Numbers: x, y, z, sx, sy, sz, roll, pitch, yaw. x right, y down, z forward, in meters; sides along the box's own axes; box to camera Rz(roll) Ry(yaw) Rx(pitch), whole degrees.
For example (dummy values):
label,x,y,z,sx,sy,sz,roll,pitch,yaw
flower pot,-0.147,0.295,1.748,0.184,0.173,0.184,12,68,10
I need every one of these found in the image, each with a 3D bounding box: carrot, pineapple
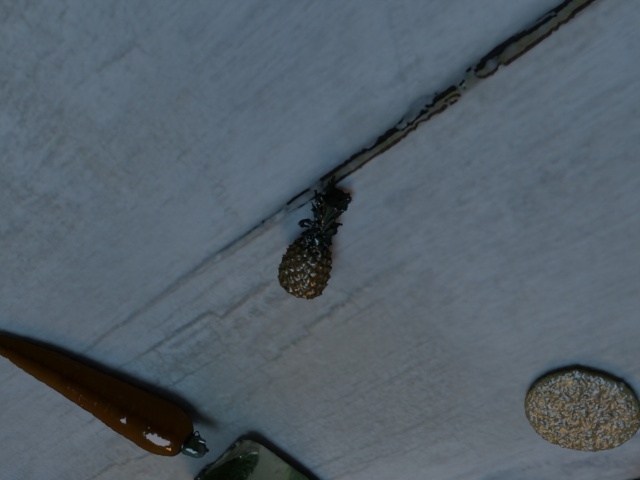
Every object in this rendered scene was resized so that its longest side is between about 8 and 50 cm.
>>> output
label,x,y,z,sx,sy,sz,roll,pitch,yaw
carrot,-0.289,0.192,1.075,0.336,0.069,0.069,27,129,9
pineapple,0.000,0.000,0.827,0.058,0.058,0.124,27,124,1

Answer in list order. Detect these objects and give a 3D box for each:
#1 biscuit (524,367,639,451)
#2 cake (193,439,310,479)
label,x,y,z,sx,sy,sz,roll,pitch,yaw
biscuit,0.273,0.179,0.872,0.120,0.015,0.120,10,128,14
cake,-0.096,0.384,1.004,0.158,0.283,0.172,37,112,-7
